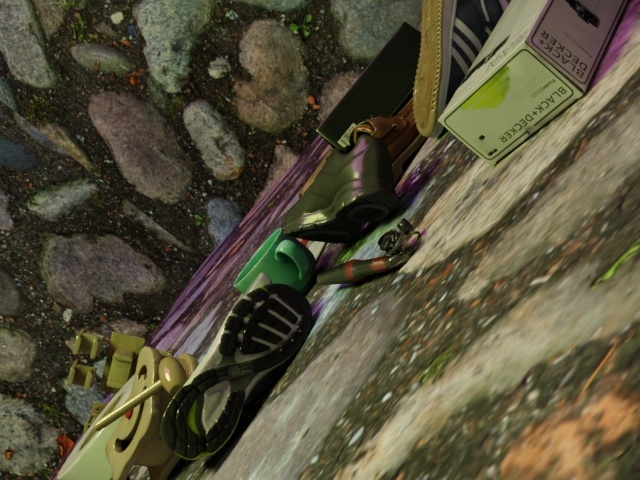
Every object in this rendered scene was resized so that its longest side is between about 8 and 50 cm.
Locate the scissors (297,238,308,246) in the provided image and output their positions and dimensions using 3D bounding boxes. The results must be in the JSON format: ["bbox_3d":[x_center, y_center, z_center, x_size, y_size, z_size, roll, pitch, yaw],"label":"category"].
[{"bbox_3d":[-0.003,-0.082,1.958,0.109,0.021,0.297,117,175,-66],"label":"scissors"}]

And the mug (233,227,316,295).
[{"bbox_3d":[-0.068,0.059,1.644,0.129,0.097,0.158,-50,9,4],"label":"mug"}]

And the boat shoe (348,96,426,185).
[{"bbox_3d":[0.106,-0.169,1.677,0.111,0.104,0.307,-45,9,47],"label":"boat shoe"}]

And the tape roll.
[{"bbox_3d":[-0.411,0.398,2.020,0.286,0.100,0.286,-50,8,10],"label":"tape roll"}]

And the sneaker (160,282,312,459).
[{"bbox_3d":[-0.122,0.182,1.383,0.300,0.111,0.121,-49,-2,-26],"label":"sneaker"}]

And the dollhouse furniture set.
[{"bbox_3d":[-0.456,0.324,2.234,0.161,0.212,0.242,-117,40,-81],"label":"dollhouse furniture set"}]

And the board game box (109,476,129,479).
[{"bbox_3d":[-0.416,0.509,1.805,0.186,0.026,0.126,-53,9,-12],"label":"board game box"}]

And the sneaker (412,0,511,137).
[{"bbox_3d":[0.241,-0.293,1.599,0.099,0.153,0.282,157,121,-68],"label":"sneaker"}]

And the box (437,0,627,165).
[{"bbox_3d":[0.266,-0.239,1.169,0.169,0.087,0.290,-41,13,52],"label":"box"}]

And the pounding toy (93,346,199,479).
[{"bbox_3d":[-0.276,0.245,1.492,0.269,0.155,0.154,-58,32,32],"label":"pounding toy"}]

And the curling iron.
[{"bbox_3d":[0.056,0.031,1.305,0.068,0.035,0.274,-50,8,-26],"label":"curling iron"}]

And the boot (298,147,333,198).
[{"bbox_3d":[0.068,-0.191,2.103,0.269,0.089,0.236,-53,1,-9],"label":"boot"}]

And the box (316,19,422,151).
[{"bbox_3d":[0.123,-0.264,1.871,0.261,0.103,0.184,-51,-13,3],"label":"box"}]

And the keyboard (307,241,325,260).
[{"bbox_3d":[0.000,0.000,1.856,0.072,0.014,0.256,-40,13,33],"label":"keyboard"}]

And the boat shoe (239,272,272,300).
[{"bbox_3d":[-0.114,0.152,1.493,0.228,0.076,0.080,-60,4,22],"label":"boat shoe"}]

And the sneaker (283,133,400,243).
[{"bbox_3d":[0.033,-0.074,1.520,0.286,0.109,0.130,-26,59,56],"label":"sneaker"}]
